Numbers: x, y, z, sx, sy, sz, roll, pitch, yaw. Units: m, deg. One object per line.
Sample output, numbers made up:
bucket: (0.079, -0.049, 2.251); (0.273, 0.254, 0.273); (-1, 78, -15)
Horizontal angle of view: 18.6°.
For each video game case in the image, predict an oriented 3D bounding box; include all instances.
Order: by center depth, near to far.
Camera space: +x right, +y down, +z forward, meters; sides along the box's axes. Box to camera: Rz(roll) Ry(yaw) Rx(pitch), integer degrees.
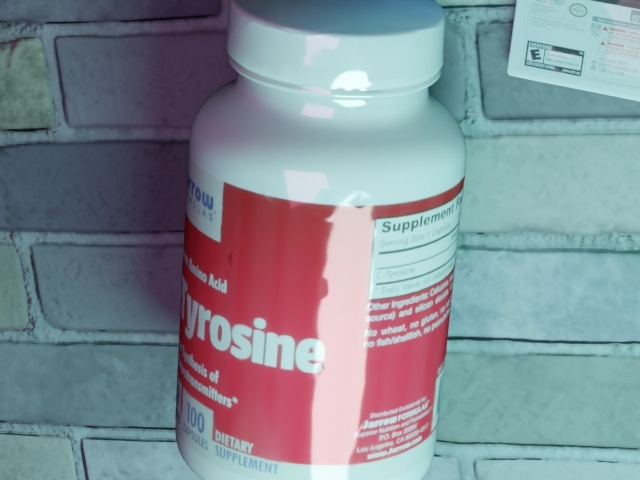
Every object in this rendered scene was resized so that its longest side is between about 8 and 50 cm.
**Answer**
video game case: (0.253, -0.199, 1.565); (0.190, 0.022, 0.173); (13, 114, 17)

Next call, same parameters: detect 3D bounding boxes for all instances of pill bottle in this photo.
pill bottle: (0.000, 0.000, 1.620); (0.229, 0.229, 0.408); (11, 113, 17)
